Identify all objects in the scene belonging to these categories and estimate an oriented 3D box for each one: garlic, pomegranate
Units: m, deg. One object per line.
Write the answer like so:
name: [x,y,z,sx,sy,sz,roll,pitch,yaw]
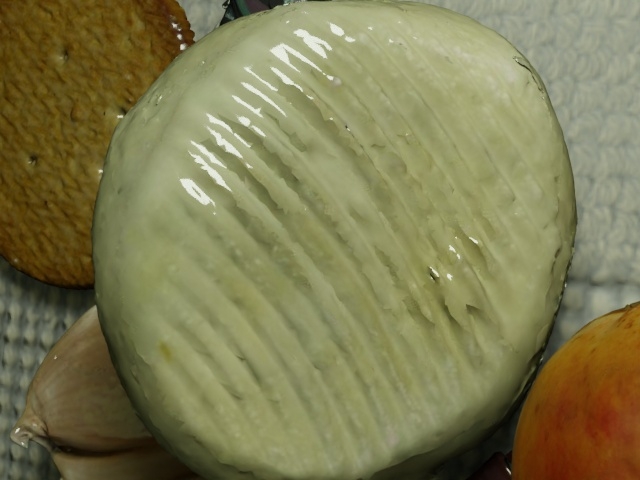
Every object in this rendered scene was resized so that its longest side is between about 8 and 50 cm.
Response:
garlic: [-0.127,0.138,1.196,0.228,0.110,0.217,4,79,21]
pomegranate: [0.250,0.159,0.897,0.252,0.229,0.270,-17,88,22]

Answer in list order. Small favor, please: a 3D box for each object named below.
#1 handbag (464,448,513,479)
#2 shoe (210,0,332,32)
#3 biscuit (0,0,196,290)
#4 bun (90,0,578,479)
handbag: [0.123,0.324,1.049,0.260,0.084,0.275,-46,67,23]
shoe: [-0.016,-0.173,1.156,0.169,0.071,0.099,19,96,34]
biscuit: [-0.211,-0.105,1.278,0.305,0.038,0.305,1,91,37]
bun: [0.000,0.000,1.006,0.362,0.326,0.234,-64,21,-9]
